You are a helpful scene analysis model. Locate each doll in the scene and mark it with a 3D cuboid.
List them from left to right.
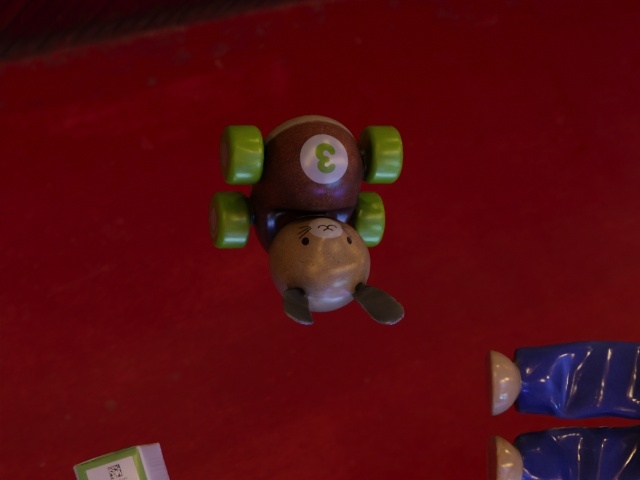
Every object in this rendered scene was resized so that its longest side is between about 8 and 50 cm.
[{"bbox_3d":[0.168,0.086,0.625,0.189,0.046,0.129,-1,83,2],"label":"doll"}]

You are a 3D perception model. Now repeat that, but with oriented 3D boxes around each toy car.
[{"bbox_3d":[0.000,0.000,1.212,0.155,0.149,0.188,-1,43,-16],"label":"toy car"}]

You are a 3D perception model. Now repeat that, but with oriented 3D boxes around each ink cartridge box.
[{"bbox_3d":[-0.143,0.280,1.209,0.062,0.109,0.209,-19,83,0],"label":"ink cartridge box"}]
